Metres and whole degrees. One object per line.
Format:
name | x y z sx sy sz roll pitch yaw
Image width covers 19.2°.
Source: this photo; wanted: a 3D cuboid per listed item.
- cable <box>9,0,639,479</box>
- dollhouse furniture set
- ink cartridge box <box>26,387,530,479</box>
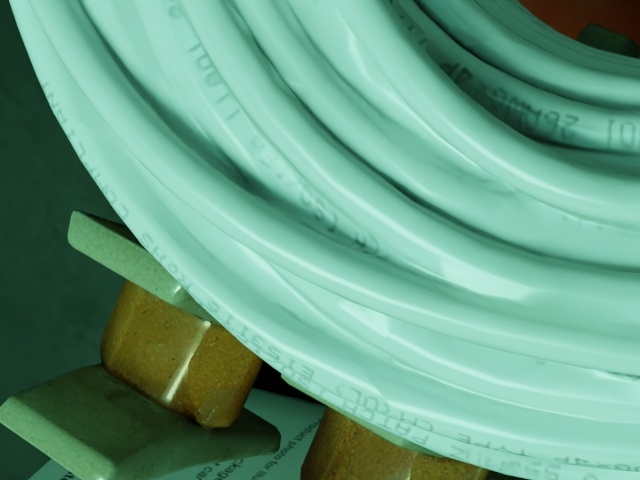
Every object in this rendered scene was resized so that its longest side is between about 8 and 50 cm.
cable | 0.068 -0.082 0.339 0.257 0.089 0.257 -9 93 15
dollhouse furniture set | 0.079 -0.022 0.490 0.259 0.135 0.262 29 103 26
ink cartridge box | 0.044 0.175 0.601 0.278 0.117 0.201 11 123 32
